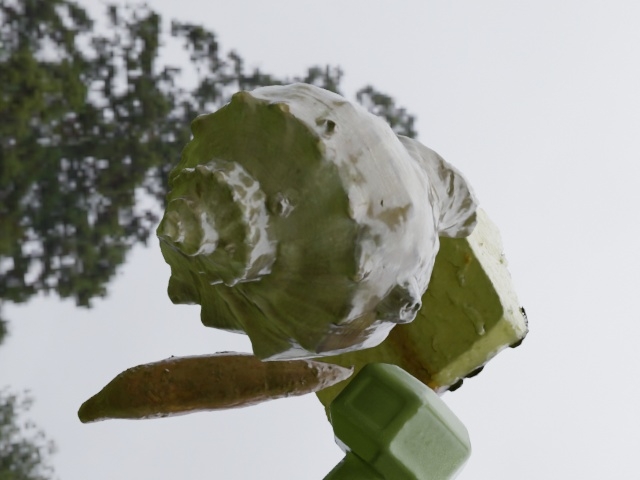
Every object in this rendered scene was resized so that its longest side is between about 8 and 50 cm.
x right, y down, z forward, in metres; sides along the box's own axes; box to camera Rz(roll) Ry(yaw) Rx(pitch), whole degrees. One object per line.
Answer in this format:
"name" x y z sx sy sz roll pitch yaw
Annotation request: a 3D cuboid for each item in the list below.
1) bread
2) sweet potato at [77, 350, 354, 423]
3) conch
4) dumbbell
"bread" 0.112 0.096 1.375 0.263 0.198 0.236 -39 -124 21
"sweet potato" -0.119 0.147 1.250 0.066 0.314 0.072 56 25 -63
"conch" 0.000 0.009 0.956 0.263 0.324 0.186 -39 -131 42
"dumbbell" -0.013 0.229 0.894 0.121 0.302 0.108 33 -16 42
